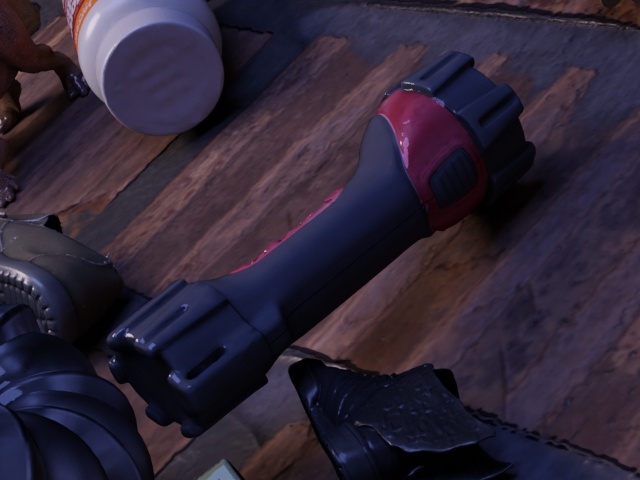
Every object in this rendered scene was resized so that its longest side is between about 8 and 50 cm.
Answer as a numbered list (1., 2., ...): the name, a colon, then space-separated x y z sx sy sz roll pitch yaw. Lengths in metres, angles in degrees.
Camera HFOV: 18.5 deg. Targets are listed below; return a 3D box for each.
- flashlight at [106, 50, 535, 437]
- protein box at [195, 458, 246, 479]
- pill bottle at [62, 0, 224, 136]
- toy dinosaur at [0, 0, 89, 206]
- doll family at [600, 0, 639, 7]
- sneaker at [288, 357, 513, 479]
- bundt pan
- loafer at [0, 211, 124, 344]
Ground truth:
1. flashlight: 0.000 0.000 1.218 0.304 0.103 0.103 -38 70 -25
2. protein box: -0.046 0.247 0.842 0.200 0.136 0.201 -38 56 -5
3. pill bottle: -0.149 -0.177 1.658 0.121 0.121 0.221 -33 29 4
4. toy dinosaur: -0.324 -0.159 1.730 0.127 0.200 0.296 -5 40 42
5. doll family: 0.246 -0.233 1.376 0.193 0.076 0.111 -16 30 -8
6. sneaker: 0.042 0.101 1.132 0.089 0.051 0.170 -25 24 -4
7. bundt pan: -0.231 0.100 1.106 0.124 0.331 0.331 -57 27 12
8. loafer: -0.236 0.024 1.506 0.087 0.094 0.251 -23 30 -33
